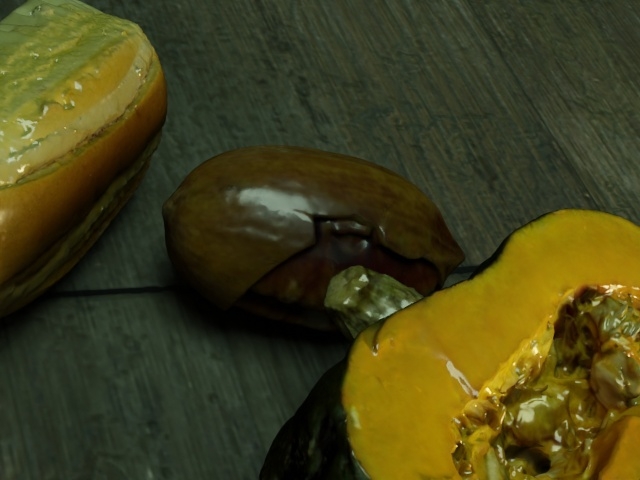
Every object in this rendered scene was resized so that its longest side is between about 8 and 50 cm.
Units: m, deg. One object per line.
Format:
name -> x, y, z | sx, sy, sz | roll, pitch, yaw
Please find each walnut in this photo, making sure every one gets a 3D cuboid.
walnut -> 0.000, 0.000, 0.834 | 0.207, 0.116, 0.116 | 7, 44, -25

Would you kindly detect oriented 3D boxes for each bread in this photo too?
bread -> -0.173, -0.051, 0.788 | 0.106, 0.140, 0.236 | 24, 43, 9

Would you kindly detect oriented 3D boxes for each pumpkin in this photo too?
pumpkin -> 0.093, 0.096, 0.741 | 0.221, 0.139, 0.317 | 40, 47, 16
